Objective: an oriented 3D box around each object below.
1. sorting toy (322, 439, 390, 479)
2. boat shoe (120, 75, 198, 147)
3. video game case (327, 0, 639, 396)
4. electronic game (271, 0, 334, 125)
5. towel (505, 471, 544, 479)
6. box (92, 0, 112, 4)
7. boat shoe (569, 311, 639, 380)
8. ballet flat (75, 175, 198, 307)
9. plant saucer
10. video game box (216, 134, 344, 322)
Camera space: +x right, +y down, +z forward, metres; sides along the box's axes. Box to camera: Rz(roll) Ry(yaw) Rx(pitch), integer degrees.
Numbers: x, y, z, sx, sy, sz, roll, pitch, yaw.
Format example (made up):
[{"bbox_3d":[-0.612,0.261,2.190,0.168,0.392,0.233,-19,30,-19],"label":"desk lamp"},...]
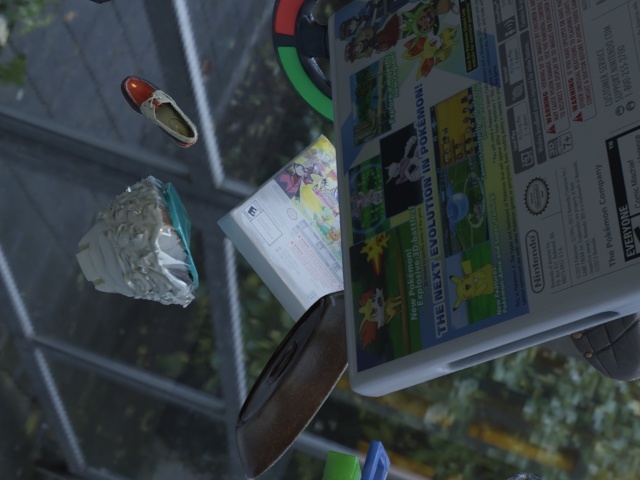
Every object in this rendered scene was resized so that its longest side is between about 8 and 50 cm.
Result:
[{"bbox_3d":[0.001,0.375,1.299,0.196,0.047,0.347,45,56,-66],"label":"sorting toy"},{"bbox_3d":[-0.230,-0.187,1.775,0.049,0.137,0.043,-47,-176,-10],"label":"boat shoe"},{"bbox_3d":[0.127,-0.082,0.882,0.036,0.300,0.329,19,58,-41],"label":"video game case"},{"bbox_3d":[0.046,-0.228,1.442,0.048,0.229,0.229,-48,156,-48],"label":"electronic game"},{"bbox_3d":[0.300,0.398,1.318,0.121,0.284,0.235,-43,147,-52],"label":"towel"},{"bbox_3d":[-0.355,-0.432,1.764,0.322,0.257,0.079,2,-104,57],"label":"box"},{"bbox_3d":[0.349,-0.010,1.470,0.130,0.132,0.355,-22,103,-34],"label":"boat shoe"},{"bbox_3d":[-0.214,0.010,1.439,0.409,0.147,0.147,-143,-108,-82],"label":"ballet flat"},{"bbox_3d":[-0.021,0.116,1.087,0.198,0.036,0.198,-55,-174,9],"label":"plant saucer"},{"bbox_3d":[0.000,0.000,1.542,0.187,0.205,0.048,-41,-173,-33],"label":"video game box"}]
